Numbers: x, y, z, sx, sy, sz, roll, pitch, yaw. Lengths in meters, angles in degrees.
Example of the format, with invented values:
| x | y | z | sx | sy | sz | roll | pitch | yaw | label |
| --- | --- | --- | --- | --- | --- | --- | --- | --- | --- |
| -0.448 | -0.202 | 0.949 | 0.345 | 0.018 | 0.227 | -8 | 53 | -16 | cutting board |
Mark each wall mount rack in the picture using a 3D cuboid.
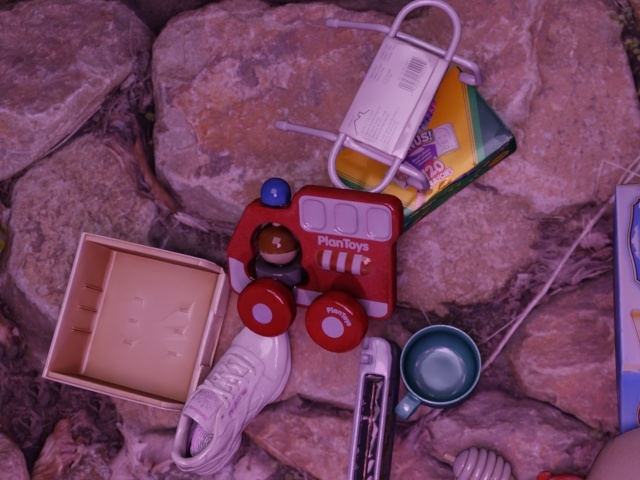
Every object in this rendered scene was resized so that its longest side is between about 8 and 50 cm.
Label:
| x | y | z | sx | sy | sz | roll | pitch | yaw | label |
| --- | --- | --- | --- | --- | --- | --- | --- | --- | --- |
| 0.086 | -0.240 | 1.682 | 0.304 | 0.130 | 0.350 | 26 | 86 | 15 | wall mount rack |

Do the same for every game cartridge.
| x | y | z | sx | sy | sz | roll | pitch | yaw | label |
| --- | --- | --- | --- | --- | --- | --- | --- | --- | --- |
| 0.086 | 0.304 | 1.618 | 0.062 | 0.198 | 0.297 | 5 | 84 | 14 | game cartridge |

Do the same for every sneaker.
| x | y | z | sx | sy | sz | roll | pitch | yaw | label |
| --- | --- | --- | --- | --- | --- | --- | --- | --- | --- |
| -0.149 | 0.262 | 1.714 | 0.114 | 0.152 | 0.305 | 27 | 86 | 20 | sneaker |

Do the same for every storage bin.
| x | y | z | sx | sy | sz | roll | pitch | yaw | label |
| --- | --- | --- | --- | --- | --- | --- | --- | --- | --- |
| -0.316 | 0.147 | 1.794 | 0.260 | 0.123 | 0.262 | 12 | 82 | 17 | storage bin |

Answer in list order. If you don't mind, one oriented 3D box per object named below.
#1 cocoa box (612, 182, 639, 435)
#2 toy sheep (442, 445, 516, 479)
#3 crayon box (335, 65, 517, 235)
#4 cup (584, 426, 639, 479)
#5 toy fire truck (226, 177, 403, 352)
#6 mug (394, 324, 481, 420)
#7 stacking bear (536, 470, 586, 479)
| x | y | z | sx | sy | sz | roll | pitch | yaw | label |
| --- | --- | --- | --- | --- | --- | --- | --- | --- | --- |
| 0.538 | 0.110 | 1.453 | 0.227 | 0.231 | 0.347 | -1 | 49 | 16 | cocoa box |
| 0.255 | 0.373 | 1.623 | 0.132 | 0.091 | 0.091 | 24 | 86 | -1 | toy sheep |
| 0.175 | -0.145 | 1.741 | 0.278 | 0.081 | 0.165 | -37 | 72 | 6 | crayon box |
| 0.464 | 0.381 | 1.317 | 0.331 | 0.331 | 0.237 | -11 | 47 | 13 | cup |
| -0.011 | 0.022 | 1.650 | 0.302 | 0.169 | 0.254 | 10 | 118 | 22 | toy fire truck |
| 0.182 | 0.213 | 1.656 | 0.157 | 0.097 | 0.130 | -17 | 73 | 1 | mug |
| 0.363 | 0.483 | 1.508 | 0.175 | 0.164 | 0.289 | 12 | 48 | 3 | stacking bear |
